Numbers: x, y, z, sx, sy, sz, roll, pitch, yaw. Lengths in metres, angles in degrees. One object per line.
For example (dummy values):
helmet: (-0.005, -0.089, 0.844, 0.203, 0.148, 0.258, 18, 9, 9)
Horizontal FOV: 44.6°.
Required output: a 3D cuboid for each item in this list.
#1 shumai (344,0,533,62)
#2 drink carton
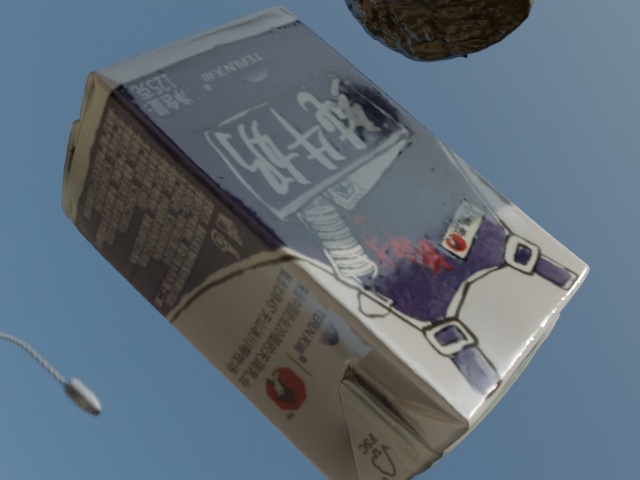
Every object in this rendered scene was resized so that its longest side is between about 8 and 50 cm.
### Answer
shumai: (0.081, -0.191, 0.556, 0.123, 0.105, 0.139, 30, -49, -31)
drink carton: (0.000, 0.001, 0.385, 0.222, 0.134, 0.102, 43, -46, 11)
